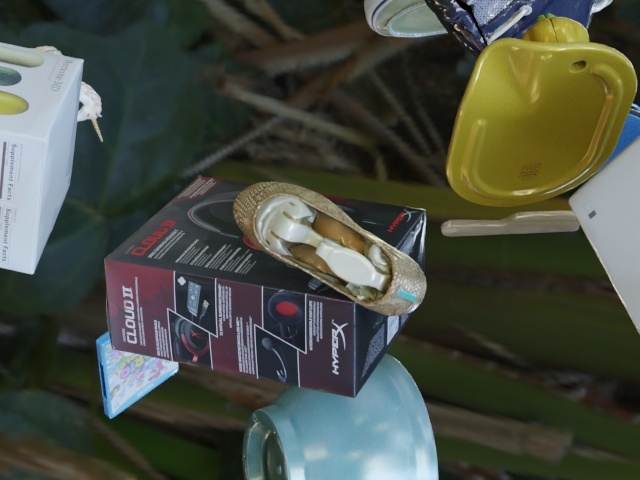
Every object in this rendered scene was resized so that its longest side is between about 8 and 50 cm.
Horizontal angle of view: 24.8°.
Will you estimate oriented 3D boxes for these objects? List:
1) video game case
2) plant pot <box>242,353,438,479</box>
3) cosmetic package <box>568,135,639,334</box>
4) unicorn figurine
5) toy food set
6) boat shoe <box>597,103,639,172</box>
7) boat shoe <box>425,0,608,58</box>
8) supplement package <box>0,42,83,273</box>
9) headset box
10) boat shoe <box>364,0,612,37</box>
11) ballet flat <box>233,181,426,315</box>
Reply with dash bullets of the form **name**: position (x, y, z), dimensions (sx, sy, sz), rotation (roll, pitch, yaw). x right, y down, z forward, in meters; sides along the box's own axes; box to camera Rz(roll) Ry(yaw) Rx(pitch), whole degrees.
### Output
- **video game case**: position (-0.235, 0.150, 1.885), dimensions (0.119, 0.015, 0.166), rotation (-36, 151, -28)
- **plant pot**: position (0.009, 0.309, 2.019), dimensions (0.293, 0.196, 0.293), rotation (177, -90, -66)
- **cosmetic package**: position (0.306, 0.037, 0.868), dimensions (0.224, 0.224, 0.138), rotation (10, 136, -44)
- **unicorn figurine**: position (-0.365, -0.215, 1.997), dimensions (0.060, 0.111, 0.162), rotation (-57, -134, 53)
- **toy food set**: position (0.146, -0.090, 1.048), dimensions (0.218, 0.128, 0.071), rotation (99, -18, -55)
- **boat shoe**: position (0.416, -0.085, 1.695), dimensions (0.089, 0.258, 0.109), rotation (-28, 144, -54)
- **boat shoe**: position (0.265, -0.312, 1.528), dimensions (0.340, 0.127, 0.158), rotation (-38, 120, -2)
- **supplement package**: position (-0.441, -0.117, 1.742), dimensions (0.199, 0.262, 0.198), rotation (-82, -176, -55)
- **headset box**: position (-0.064, 0.036, 1.468), dimensions (0.218, 0.293, 0.110), rotation (-48, 142, -56)
- **boat shoe**: position (0.202, -0.295, 1.739), dimensions (0.109, 0.302, 0.094), rotation (60, 17, -59)
- **ballet flat**: position (0.000, 0.000, 1.287), dimensions (0.073, 0.206, 0.067), rotation (-65, 157, 3)
